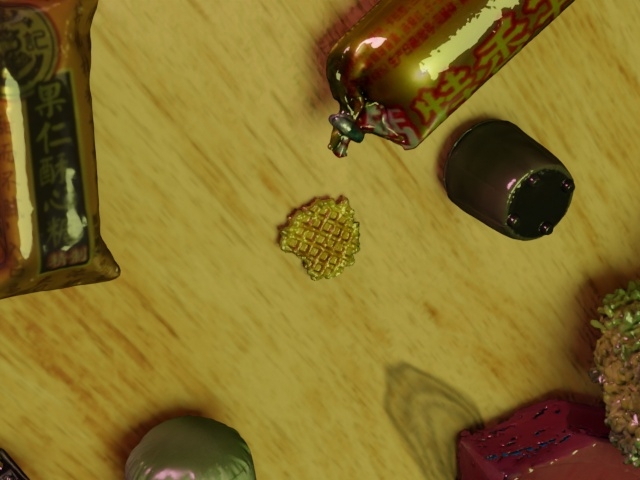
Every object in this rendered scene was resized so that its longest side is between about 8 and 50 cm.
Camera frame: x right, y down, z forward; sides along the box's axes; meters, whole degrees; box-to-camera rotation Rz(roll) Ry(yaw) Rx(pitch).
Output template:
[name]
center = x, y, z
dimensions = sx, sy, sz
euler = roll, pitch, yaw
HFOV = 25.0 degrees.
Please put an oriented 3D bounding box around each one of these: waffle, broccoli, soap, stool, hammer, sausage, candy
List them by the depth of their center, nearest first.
[candy]
center = -0.226, -0.083, 1.098
dimensions = 0.143, 0.101, 0.271
euler = -13, 115, -31
[sausage]
center = 0.116, -0.191, 1.224
dimensions = 0.317, 0.117, 0.125
euler = -44, 134, -4
[hammer]
center = -0.213, 0.290, 1.295
dimensions = 0.335, 0.119, 0.206
euler = -15, 119, -16
[waffle]
center = 0.002, 0.000, 1.321
dimensions = 0.078, 0.016, 0.085
euler = -35, 127, -10
[stool]
center = 0.174, -0.054, 1.333
dimensions = 0.096, 0.110, 0.096
euler = -16, 124, -26
[broccoli]
center = 0.394, 0.140, 1.471
dimensions = 0.235, 0.288, 0.260
euler = -26, 129, 5
[soap]
center = 0.254, 0.257, 1.552
dimensions = 0.250, 0.099, 0.162
euler = 14, 114, -34

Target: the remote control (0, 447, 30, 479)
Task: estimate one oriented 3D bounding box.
[remote control]
center = -0.390, 0.325, 1.157
dimensions = 0.399, 0.144, 0.062
euler = -36, 151, -22
